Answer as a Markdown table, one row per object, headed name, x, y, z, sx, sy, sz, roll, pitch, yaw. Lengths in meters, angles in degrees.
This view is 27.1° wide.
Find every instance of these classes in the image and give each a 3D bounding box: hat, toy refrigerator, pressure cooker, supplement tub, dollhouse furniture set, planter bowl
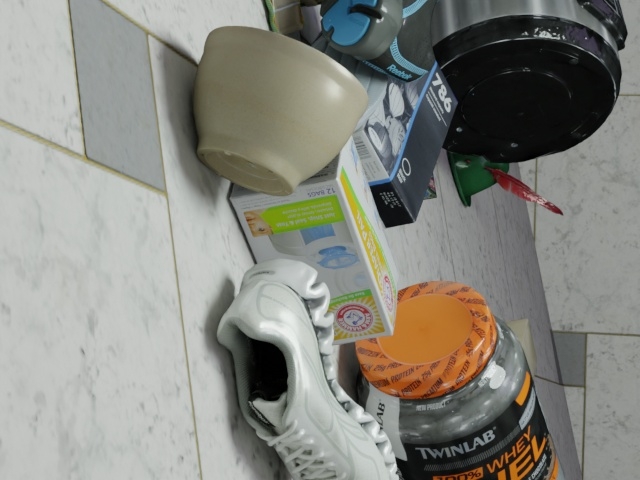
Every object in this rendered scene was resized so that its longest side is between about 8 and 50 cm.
| name | x | y | z | sx | sy | sz | roll | pitch | yaw |
| --- | --- | --- | --- | --- | --- | --- | --- | --- | --- |
| hat | 0.359 | -0.161 | 2.608 | 0.173 | 0.184 | 0.208 | -86 | 158 | -45 |
| toy refrigerator | 0.318 | 0.229 | 2.339 | 0.269 | 0.102 | 0.094 | -53 | 130 | -70 |
| pressure cooker | 0.320 | -0.396 | 2.319 | 0.370 | 0.376 | 0.420 | 110 | -17 | -54 |
| supplement tub | 0.169 | 0.224 | 1.617 | 0.207 | 0.207 | 0.338 | -83 | 155 | -49 |
| dollhouse furniture set | -0.041 | -0.292 | 1.585 | 0.152 | 0.059 | 0.076 | -33 | 120 | -53 |
| planter bowl | -0.049 | -0.108 | 1.215 | 0.109 | 0.162 | 0.162 | -69 | 154 | -15 |

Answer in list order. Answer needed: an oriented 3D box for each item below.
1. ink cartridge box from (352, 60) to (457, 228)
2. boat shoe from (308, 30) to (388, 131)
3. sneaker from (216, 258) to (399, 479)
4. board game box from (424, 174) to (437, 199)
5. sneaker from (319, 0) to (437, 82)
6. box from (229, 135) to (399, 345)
| name | x | y | z | sx | sy | sz | roll | pitch | yaw |
| --- | --- | --- | --- | --- | --- | --- | --- | --- | --- |
| ink cartridge box | 0.110 | -0.185 | 1.812 | 0.165 | 0.065 | 0.332 | 57 | 36 | -32 |
| boat shoe | 0.026 | -0.205 | 1.615 | 0.109 | 0.094 | 0.302 | 34 | 45 | -7 |
| sneaker | -0.017 | 0.167 | 1.218 | 0.292 | 0.110 | 0.118 | 66 | 26 | -12 |
| board game box | 0.117 | -0.124 | 1.956 | 0.194 | 0.060 | 0.194 | 33 | 49 | -69 |
| sneaker | 0.075 | -0.344 | 1.602 | 0.140 | 0.125 | 0.340 | 30 | 55 | -42 |
| box | 0.000 | 0.000 | 1.351 | 0.103 | 0.114 | 0.203 | -79 | 154 | -53 |
